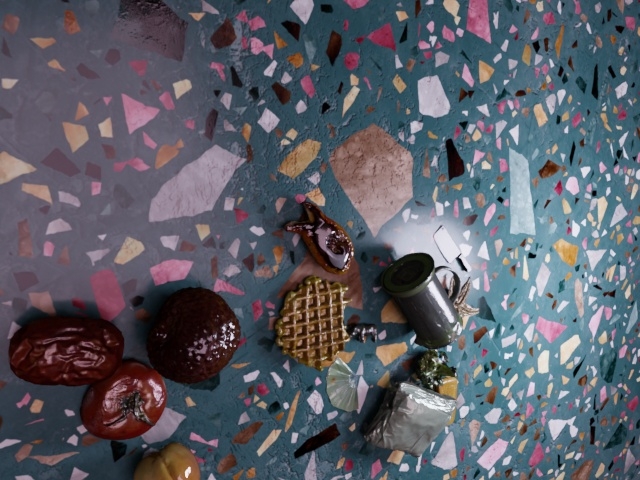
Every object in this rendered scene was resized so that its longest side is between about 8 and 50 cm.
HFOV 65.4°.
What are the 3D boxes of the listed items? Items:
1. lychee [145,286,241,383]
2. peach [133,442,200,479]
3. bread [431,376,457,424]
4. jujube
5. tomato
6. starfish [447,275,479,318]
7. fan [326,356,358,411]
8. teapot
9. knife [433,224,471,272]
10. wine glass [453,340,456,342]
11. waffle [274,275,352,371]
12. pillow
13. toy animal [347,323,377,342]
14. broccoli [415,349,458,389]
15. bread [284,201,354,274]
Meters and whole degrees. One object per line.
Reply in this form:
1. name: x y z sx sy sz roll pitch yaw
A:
1. lychee: -0.335 0.257 1.336 0.261 0.261 0.260 -6 101 -30
2. peach: -0.426 0.670 1.398 0.184 0.184 0.184 -6 101 -30
3. bread: 0.487 0.639 1.987 0.116 0.077 0.200 -1 98 -29
4. jujube: -0.616 0.270 1.223 0.251 0.174 0.174 2 98 -20
5. tomato: -0.522 0.441 1.343 0.228 0.101 0.227 -4 98 -32
6. starfish: 0.531 0.249 1.965 0.241 0.043 0.227 3 95 -28
7. fan: 0.082 0.522 1.767 0.131 0.009 0.240 -29 112 -21
8. teapot: 0.396 0.211 1.788 0.270 0.200 0.337 -40 118 -12
9. knife: 0.512 0.050 1.937 0.072 0.019 0.245 -46 115 -12
10. wine glass: 0.505 0.384 1.974 0.083 0.039 0.042 20 100 -34
11. waffle: -0.009 0.271 1.633 0.282 0.058 0.300 21 85 -28
12. pillow: 0.331 0.671 1.849 0.310 0.138 0.283 25 99 -25
13. toy animal: 0.142 0.324 1.747 0.136 0.047 0.064 2 92 -25
14. broccoli: 0.444 0.487 1.888 0.167 0.160 0.154 22 69 -50
15. bread: 0.007 -0.004 1.591 0.269 0.095 0.139 44 73 -14
